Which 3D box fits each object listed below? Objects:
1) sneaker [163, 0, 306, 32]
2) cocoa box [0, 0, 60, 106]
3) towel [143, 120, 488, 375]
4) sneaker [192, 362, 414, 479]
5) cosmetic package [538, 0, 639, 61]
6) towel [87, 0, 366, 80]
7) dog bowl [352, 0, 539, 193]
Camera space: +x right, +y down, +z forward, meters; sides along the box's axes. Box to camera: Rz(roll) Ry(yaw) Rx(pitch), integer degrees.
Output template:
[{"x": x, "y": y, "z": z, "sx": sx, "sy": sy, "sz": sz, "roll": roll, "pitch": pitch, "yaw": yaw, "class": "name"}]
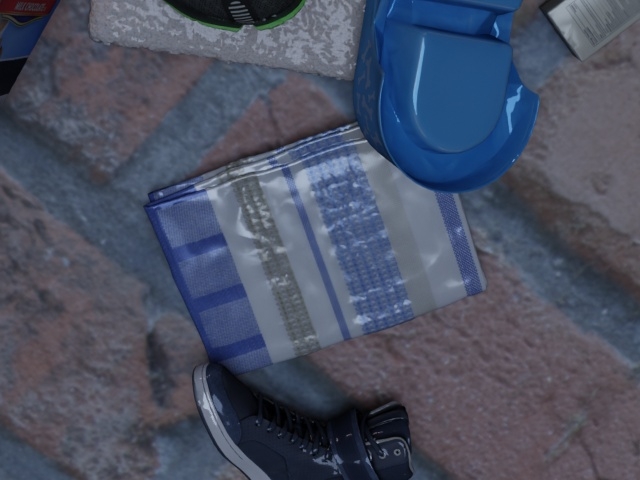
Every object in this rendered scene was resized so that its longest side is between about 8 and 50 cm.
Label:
[{"x": -0.115, "y": -0.395, "z": 1.124, "sx": 0.185, "sy": 0.202, "sz": 0.482, "roll": -14, "pitch": 97, "yaw": -2, "class": "sneaker"}, {"x": -0.392, "y": -0.242, "z": 1.135, "sx": 0.347, "sy": 0.231, "sz": 0.228, "roll": 31, "pitch": 98, "yaw": -1, "class": "cocoa box"}, {"x": 0.000, "y": 0.000, "z": 1.372, "sx": 0.285, "sy": 0.034, "sz": 0.209, "roll": -20, "pitch": 109, "yaw": 4, "class": "towel"}, {"x": -0.006, "y": 0.174, "z": 1.386, "sx": 0.163, "sy": 0.086, "sz": 0.226, "roll": -27, "pitch": 119, "yaw": 15, "class": "sneaker"}, {"x": 0.262, "y": -0.220, "z": 1.317, "sx": 0.115, "sy": 0.041, "sz": 0.060, "roll": -36, "pitch": 106, "yaw": 7, "class": "cosmetic package"}, {"x": -0.059, "y": -0.245, "z": 1.285, "sx": 0.282, "sy": 0.049, "sz": 0.187, "roll": 6, "pitch": 105, "yaw": -6, "class": "towel"}, {"x": 0.114, "y": -0.193, "z": 1.264, "sx": 0.166, "sy": 0.074, "sz": 0.297, "roll": 4, "pitch": 99, "yaw": -30, "class": "dog bowl"}]
